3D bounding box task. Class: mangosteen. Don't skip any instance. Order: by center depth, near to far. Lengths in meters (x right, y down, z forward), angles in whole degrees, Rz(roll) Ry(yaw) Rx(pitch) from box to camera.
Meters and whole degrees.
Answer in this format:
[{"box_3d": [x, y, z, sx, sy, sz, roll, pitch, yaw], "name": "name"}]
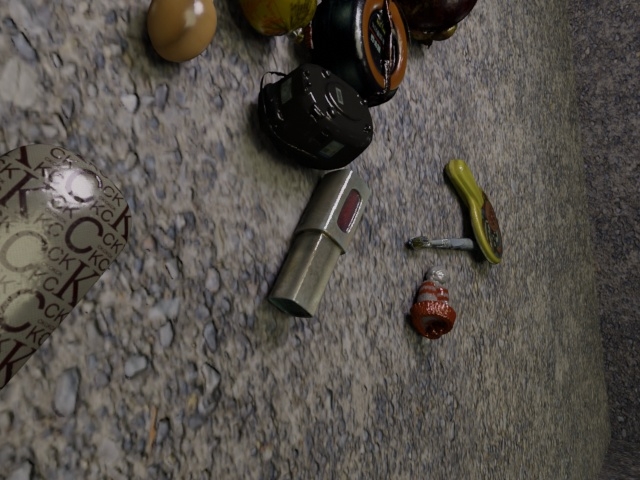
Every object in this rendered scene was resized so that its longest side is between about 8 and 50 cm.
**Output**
[{"box_3d": [0.258, -0.549, 0.937, 0.217, 0.192, 0.192, 84, 23, -66], "name": "mangosteen"}]

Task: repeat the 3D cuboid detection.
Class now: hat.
[{"box_3d": [0.258, 0.130, 0.942, 0.112, 0.094, 0.162, 56, 32, -40], "name": "hat"}]

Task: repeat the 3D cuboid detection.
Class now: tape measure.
[{"box_3d": [0.068, -0.349, 0.738, 0.202, 0.135, 0.222, 24, 71, -53], "name": "tape measure"}]

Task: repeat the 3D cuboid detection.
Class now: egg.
[{"box_3d": [-0.173, -0.269, 0.513, 0.080, 0.080, 0.096, 24, 67, -43], "name": "egg"}]

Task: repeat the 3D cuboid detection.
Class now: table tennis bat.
[{"box_3d": [0.448, -0.087, 1.161, 0.368, 0.054, 0.224, 48, 43, -31], "name": "table tennis bat"}]

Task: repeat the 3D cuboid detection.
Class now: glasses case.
[{"box_3d": [-0.308, 0.063, 0.340, 0.137, 0.085, 0.354, 52, 53, -31], "name": "glasses case"}]

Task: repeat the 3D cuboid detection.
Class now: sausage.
[{"box_3d": [-0.087, -0.461, 0.588, 0.123, 0.123, 0.346, -24, 103, -45], "name": "sausage"}]

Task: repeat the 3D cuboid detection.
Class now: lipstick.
[{"box_3d": [0.000, 0.000, 0.673, 0.079, 0.077, 0.252, 46, 57, -32], "name": "lipstick"}]

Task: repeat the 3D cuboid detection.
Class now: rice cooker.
[{"box_3d": [-0.005, -0.192, 0.647, 0.203, 0.118, 0.142, 10, 64, -43], "name": "rice cooker"}]

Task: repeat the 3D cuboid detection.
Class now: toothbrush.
[{"box_3d": [0.340, 0.009, 1.058, 0.414, 0.042, 0.035, 1, 85, -48], "name": "toothbrush"}]
